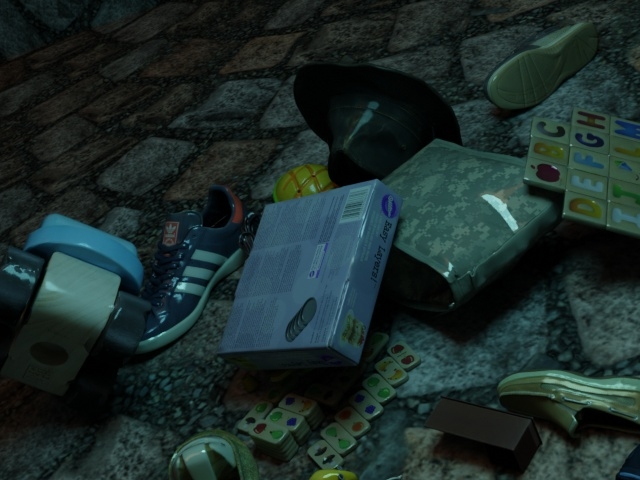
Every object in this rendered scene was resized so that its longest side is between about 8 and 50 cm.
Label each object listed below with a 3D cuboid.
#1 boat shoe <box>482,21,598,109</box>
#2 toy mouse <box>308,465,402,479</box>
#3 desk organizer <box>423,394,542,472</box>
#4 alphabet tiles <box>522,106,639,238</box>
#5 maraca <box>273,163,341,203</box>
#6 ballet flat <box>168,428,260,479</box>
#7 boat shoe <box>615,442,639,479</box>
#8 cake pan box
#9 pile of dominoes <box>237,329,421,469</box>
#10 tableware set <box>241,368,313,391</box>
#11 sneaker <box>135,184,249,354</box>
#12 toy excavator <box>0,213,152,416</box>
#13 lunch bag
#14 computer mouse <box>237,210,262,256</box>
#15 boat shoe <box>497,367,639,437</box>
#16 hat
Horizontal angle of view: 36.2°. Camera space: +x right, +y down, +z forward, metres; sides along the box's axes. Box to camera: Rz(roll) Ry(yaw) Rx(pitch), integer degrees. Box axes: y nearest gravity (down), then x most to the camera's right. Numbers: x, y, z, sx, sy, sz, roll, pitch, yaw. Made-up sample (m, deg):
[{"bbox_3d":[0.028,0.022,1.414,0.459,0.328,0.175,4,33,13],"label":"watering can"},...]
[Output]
[{"bbox_3d":[0.402,-0.329,1.839,0.285,0.103,0.092,-35,28,-24],"label":"boat shoe"},{"bbox_3d":[0.022,0.324,1.171,0.161,0.031,0.143,-17,32,10],"label":"toy mouse"},{"bbox_3d":[0.194,0.232,1.181,0.130,0.047,0.050,8,46,41],"label":"desk organizer"},{"bbox_3d":[0.457,-0.087,1.365,0.342,0.011,0.285,15,40,7],"label":"alphabet tiles"},{"bbox_3d":[0.008,-0.079,1.727,0.185,0.099,0.127,9,54,8],"label":"maraca"},{"bbox_3d":[-0.134,0.320,1.202,0.123,0.123,0.348,-24,31,0],"label":"ballet flat"},{"bbox_3d":[0.390,0.279,0.953,0.089,0.109,0.258,-37,17,-7],"label":"boat shoe"},{"bbox_3d":[-0.017,0.048,1.375,0.245,0.070,0.267,-11,55,45],"label":"cake pan box"},{"bbox_3d":[0.010,0.200,1.358,0.196,0.040,0.251,9,45,42],"label":"pile of dominoes"},{"bbox_3d":[-0.049,0.178,1.410,0.154,0.024,0.104,-26,20,29],"label":"tableware set"},{"bbox_3d":[-0.244,0.037,1.666,0.131,0.148,0.350,3,41,37],"label":"sneaker"},{"bbox_3d":[-0.411,0.067,1.612,0.433,0.222,0.445,-52,21,41],"label":"toy excavator"},{"bbox_3d":[0.197,-0.013,1.430,0.235,0.169,0.287,-36,29,-19],"label":"lunch bag"},{"bbox_3d":[0.000,0.000,1.627,0.272,0.072,0.189,-21,51,16],"label":"computer mouse"},{"bbox_3d":[0.297,0.196,1.153,0.190,0.068,0.072,-4,48,29],"label":"boat shoe"},{"bbox_3d":[0.077,-0.153,1.619,0.331,0.331,0.134,6,63,40],"label":"hat"}]
